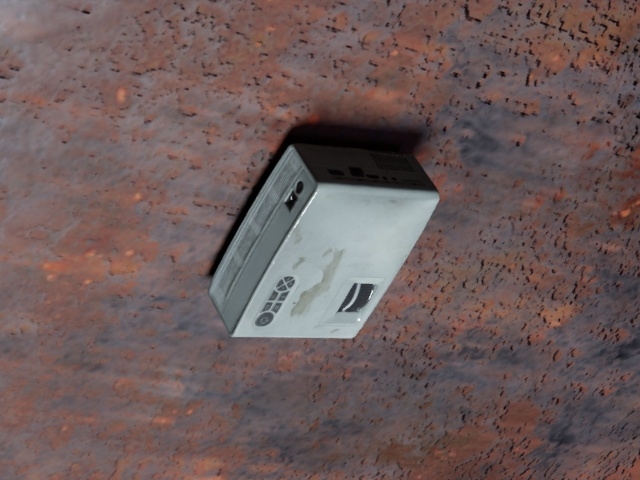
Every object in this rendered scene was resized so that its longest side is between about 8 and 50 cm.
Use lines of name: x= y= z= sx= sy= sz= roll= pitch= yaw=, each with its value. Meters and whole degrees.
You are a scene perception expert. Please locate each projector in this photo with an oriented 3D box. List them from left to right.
projector: x=0.000 y=0.000 z=1.404 sx=0.115 sy=0.061 sz=0.147 roll=4 pitch=131 yaw=-35
